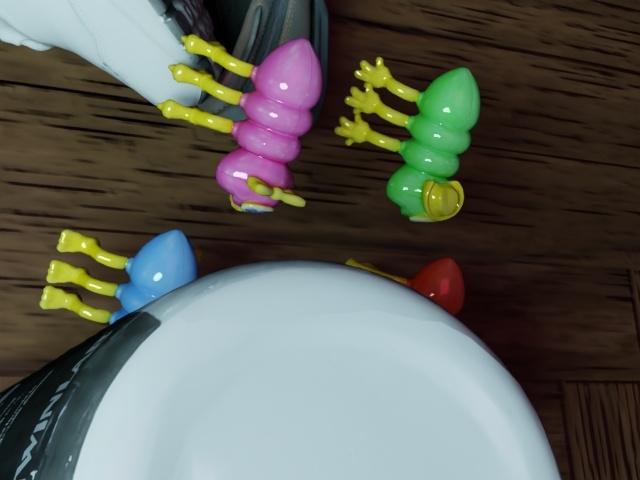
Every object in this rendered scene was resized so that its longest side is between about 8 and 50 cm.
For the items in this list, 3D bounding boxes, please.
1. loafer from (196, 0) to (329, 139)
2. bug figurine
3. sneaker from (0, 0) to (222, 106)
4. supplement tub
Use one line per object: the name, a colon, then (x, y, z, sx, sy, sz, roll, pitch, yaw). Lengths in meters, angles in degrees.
loafer: (-0.047, -0.192, 0.721, 0.084, 0.096, 0.268, 15, 66, -55)
bug figurine: (0.000, 0.000, 0.647, 0.279, 0.072, 0.216, 5, 107, -39)
sneaker: (-0.181, -0.162, 0.628, 0.297, 0.129, 0.111, 39, 17, -8)
supplement tub: (-0.067, 0.136, 0.471, 0.193, 0.316, 0.194, 10, 69, -28)
